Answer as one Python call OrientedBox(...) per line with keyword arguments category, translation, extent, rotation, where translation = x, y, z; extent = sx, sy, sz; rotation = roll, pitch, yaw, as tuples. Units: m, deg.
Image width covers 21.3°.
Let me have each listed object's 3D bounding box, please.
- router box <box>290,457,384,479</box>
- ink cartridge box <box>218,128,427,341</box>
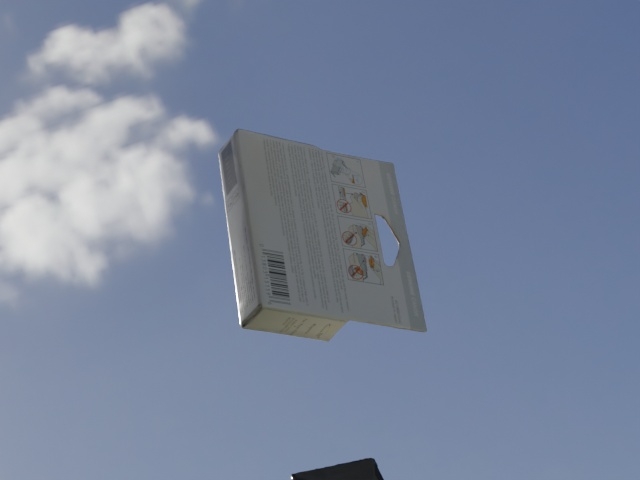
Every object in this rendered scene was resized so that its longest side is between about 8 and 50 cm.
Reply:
OrientedBox(category="router box", translation=(0.045, 0.378, 1.421), extent=(0.081, 0.309, 0.243), rotation=(-8, -44, -20))
OrientedBox(category="ink cartridge box", translation=(0.000, 0.000, 2.179), extent=(0.239, 0.275, 0.060), rotation=(11, -38, -29))
